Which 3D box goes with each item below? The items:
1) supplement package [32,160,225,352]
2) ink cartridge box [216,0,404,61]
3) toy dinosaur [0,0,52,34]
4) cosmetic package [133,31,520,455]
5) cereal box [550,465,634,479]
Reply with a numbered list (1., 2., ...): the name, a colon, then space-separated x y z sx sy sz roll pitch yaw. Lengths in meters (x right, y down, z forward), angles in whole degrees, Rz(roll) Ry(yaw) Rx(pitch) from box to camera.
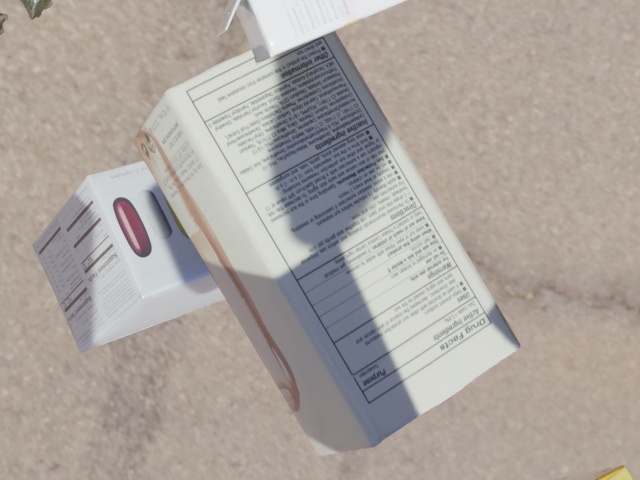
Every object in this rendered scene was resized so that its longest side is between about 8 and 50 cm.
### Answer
1. supplement package: -0.156 -0.003 1.367 0.261 0.204 0.145 -20 80 -35
2. ink cartridge box: -0.006 -0.176 0.763 0.143 0.092 0.090 -23 98 -7
3. toy dinosaur: -0.302 -0.230 0.927 0.160 0.121 0.313 39 67 6
4. cosmetic package: 0.000 0.000 0.927 0.153 0.129 0.296 -28 88 -24
5. cereal box: 0.233 0.267 0.940 0.047 0.240 0.173 -27 79 -7
